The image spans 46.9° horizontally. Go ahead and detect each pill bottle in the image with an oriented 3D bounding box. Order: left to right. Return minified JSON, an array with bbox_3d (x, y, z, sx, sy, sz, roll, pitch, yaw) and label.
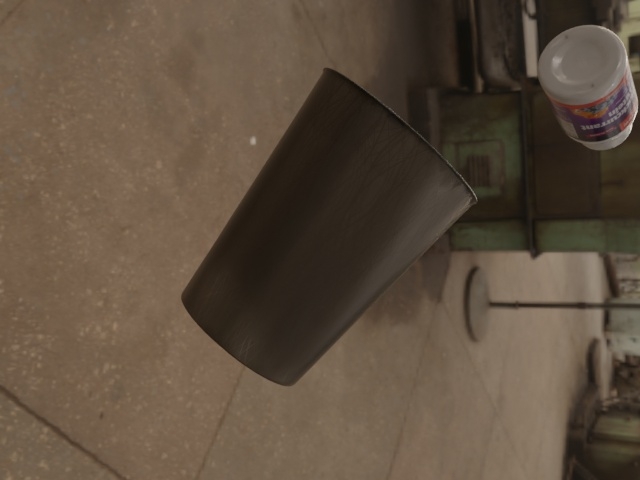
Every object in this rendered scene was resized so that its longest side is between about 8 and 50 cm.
[{"bbox_3d":[0.367,-0.195,0.995,0.193,0.108,0.108,31,63,-56],"label":"pill bottle"}]

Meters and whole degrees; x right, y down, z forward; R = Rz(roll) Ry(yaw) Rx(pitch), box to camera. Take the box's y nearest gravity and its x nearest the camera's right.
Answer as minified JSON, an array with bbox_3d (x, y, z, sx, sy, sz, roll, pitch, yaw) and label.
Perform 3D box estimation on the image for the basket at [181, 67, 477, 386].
[{"bbox_3d":[0.000,0.000,0.640,0.227,0.154,0.204,-51,145,4],"label":"basket"}]
